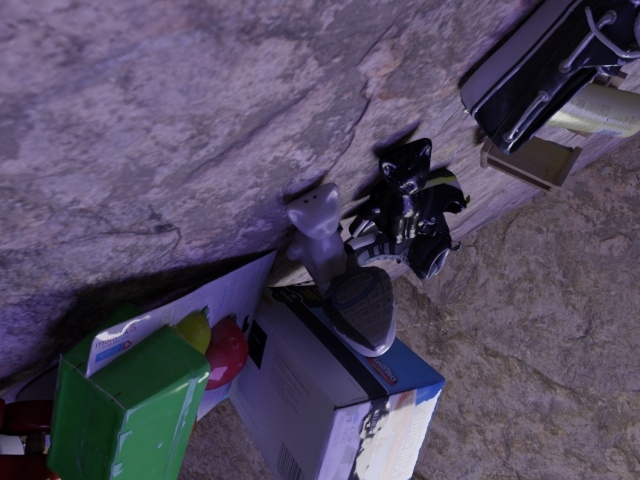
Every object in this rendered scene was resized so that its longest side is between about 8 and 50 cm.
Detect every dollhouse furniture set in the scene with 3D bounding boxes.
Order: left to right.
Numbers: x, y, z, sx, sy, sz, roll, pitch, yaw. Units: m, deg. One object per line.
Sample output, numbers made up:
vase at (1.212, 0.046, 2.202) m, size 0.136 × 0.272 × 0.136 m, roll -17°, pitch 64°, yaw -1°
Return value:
dollhouse furniture set at (0.359, -0.183, 0.793) m, size 0.183 × 0.129 × 0.129 m, roll -61°, pitch 164°, yaw 5°

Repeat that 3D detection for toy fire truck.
toy fire truck at (-0.477, 0.299, 0.623) m, size 0.254 × 0.169 × 0.302 m, roll -13°, pitch 156°, yaw 12°

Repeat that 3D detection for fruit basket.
fruit basket at (-0.208, 0.186, 0.720) m, size 0.353 × 0.165 × 0.327 m, roll -39°, pitch 153°, yaw -61°

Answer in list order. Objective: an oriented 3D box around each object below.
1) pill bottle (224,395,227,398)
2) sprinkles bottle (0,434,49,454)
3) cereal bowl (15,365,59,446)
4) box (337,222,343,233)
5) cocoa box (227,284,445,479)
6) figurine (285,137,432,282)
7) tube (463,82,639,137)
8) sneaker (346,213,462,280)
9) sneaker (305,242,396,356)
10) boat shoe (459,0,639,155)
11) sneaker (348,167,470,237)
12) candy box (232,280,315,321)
pill bottle at (-0.314, 0.421, 1.561) m, size 0.264 × 0.146 × 0.146 m, roll -36°, pitch 166°, yaw 27°
sprinkles bottle at (-0.535, 0.389, 0.963) m, size 0.121 × 0.121 × 0.355 m, roll -30°, pitch 168°, yaw 2°
cereal bowl at (-0.344, 0.274, 0.900) m, size 0.339 × 0.141 × 0.339 m, roll -28°, pitch 167°, yaw -7°
box at (0.000, 0.000, 0.863) m, size 0.067 × 0.018 × 0.083 m, roll -26°, pitch 168°, yaw -16°
cocoa box at (0.003, 0.255, 0.896) m, size 0.228 × 0.347 × 0.231 m, roll 0°, pitch 113°, yaw -34°
figurine at (0.050, -0.042, 0.685) m, size 0.215 × 0.092 × 0.209 m, roll -27°, pitch 160°, yaw -9°
tube at (0.313, -0.180, 0.645) m, size 0.240 × 0.062 × 0.070 m, roll 3°, pitch 114°, yaw -18°
sneaker at (0.159, 0.029, 1.032) m, size 0.268 × 0.153 × 0.101 m, roll -37°, pitch 166°, yaw 30°
sneaker at (0.060, 0.102, 0.791) m, size 0.111 × 0.129 × 0.297 m, roll -24°, pitch -160°, yaw -1°
boat shoe at (0.262, -0.194, 0.457) m, size 0.113 × 0.105 × 0.306 m, roll -15°, pitch 160°, yaw -43°
sneaker at (0.163, -0.047, 0.861) m, size 0.235 × 0.097 × 0.084 m, roll -26°, pitch 167°, yaw -17°
candy box at (-0.096, 0.174, 1.234) m, size 0.159 × 0.071 × 0.233 m, roll -35°, pitch 167°, yaw 23°
